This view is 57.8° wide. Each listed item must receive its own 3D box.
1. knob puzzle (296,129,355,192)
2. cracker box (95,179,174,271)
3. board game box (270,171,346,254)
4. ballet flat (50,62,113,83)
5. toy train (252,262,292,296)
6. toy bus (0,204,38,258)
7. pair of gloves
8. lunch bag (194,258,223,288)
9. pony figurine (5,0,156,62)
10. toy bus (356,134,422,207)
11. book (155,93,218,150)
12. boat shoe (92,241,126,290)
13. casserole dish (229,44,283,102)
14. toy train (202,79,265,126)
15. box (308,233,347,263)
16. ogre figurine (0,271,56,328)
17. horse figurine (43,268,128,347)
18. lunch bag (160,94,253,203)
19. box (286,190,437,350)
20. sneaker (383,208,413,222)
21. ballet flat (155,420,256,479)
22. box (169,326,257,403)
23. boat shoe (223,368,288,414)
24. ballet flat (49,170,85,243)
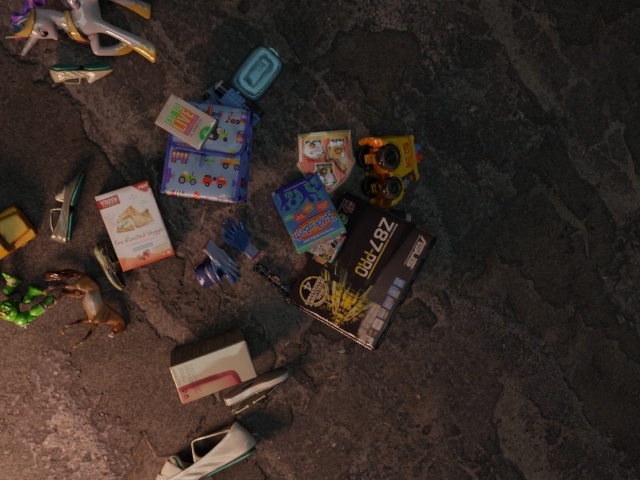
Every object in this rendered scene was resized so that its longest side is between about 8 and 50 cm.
[{"bbox_3d":[0.021,-0.244,1.823,0.213,0.030,0.212,-2,98,-14],"label":"knob puzzle"},{"bbox_3d":[-0.538,-0.045,1.694,0.156,0.067,0.232,-20,101,-11],"label":"cracker box"},{"bbox_3d":[-0.038,-0.084,1.756,0.160,0.047,0.210,-26,69,-1],"label":"board game box"},{"bbox_3d":[-0.664,-0.466,1.623,0.169,0.057,0.052,-3,126,-10],"label":"ballet flat"},{"bbox_3d":[-0.147,0.125,1.834,0.158,0.027,0.036,41,76,-15],"label":"toy train"},{"bbox_3d":[-0.948,0.038,1.572,0.333,0.130,0.108,-34,104,-7],"label":"toy bus"},{"bbox_3d":[-0.268,0.032,1.744,0.159,0.023,0.198,50,50,-21],"label":"pair of gloves"},{"bbox_3d":[-0.330,0.094,1.750,0.065,0.098,0.067,-25,105,9],"label":"lunch bag"},{"bbox_3d":[-0.620,-0.646,1.514,0.364,0.303,0.350,-2,107,-29],"label":"pony figurine"},{"bbox_3d":[0.242,-0.230,1.833,0.212,0.149,0.220,-16,103,-27],"label":"toy bus"},{"bbox_3d":[-0.369,-0.324,1.597,0.144,0.035,0.096,31,88,3],"label":"book"},{"bbox_3d":[-0.609,0.074,1.698,0.049,0.056,0.152,-29,103,-3],"label":"boat shoe"},{"bbox_3d":[-0.189,-0.499,1.735,0.114,0.037,0.188,39,86,-16],"label":"casserole dish"},{"bbox_3d":[-0.256,-0.389,1.697,0.184,0.080,0.105,41,117,-12],"label":"toy train"},{"bbox_3d":[0.000,0.000,1.774,0.137,0.027,0.093,27,91,21],"label":"box"},{"bbox_3d":[-0.861,0.170,1.634,0.197,0.097,0.118,34,70,-30],"label":"ogre figurine"},{"bbox_3d":[-0.682,0.182,1.669,0.175,0.066,0.263,-31,94,-43],"label":"horse figurine"},{"bbox_3d":[-0.314,-0.264,1.657,0.221,0.138,0.292,7,95,3],"label":"lunch bag"},{"bbox_3d":[0.124,0.090,1.783,0.319,0.097,0.394,29,90,18],"label":"box"},{"bbox_3d":[0.199,0.051,1.878,0.131,0.112,0.318,16,89,1],"label":"sneaker"},{"bbox_3d":[-0.396,0.699,1.809,0.401,0.139,0.139,-29,103,-13],"label":"ballet flat"},{"bbox_3d":[-0.327,0.375,1.759,0.233,0.149,0.126,-18,101,-10],"label":"box"},{"bbox_3d":[-0.195,0.481,1.846,0.220,0.078,0.070,-25,102,-1],"label":"boat shoe"},{"bbox_3d":[-0.723,-0.098,1.641,0.068,0.072,0.213,13,95,-11],"label":"ballet flat"}]
